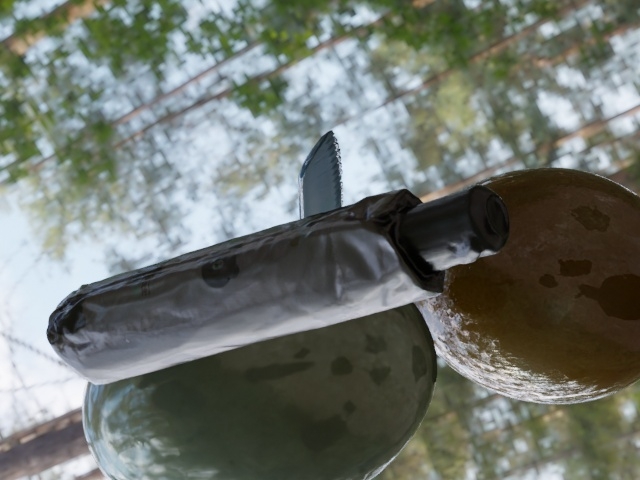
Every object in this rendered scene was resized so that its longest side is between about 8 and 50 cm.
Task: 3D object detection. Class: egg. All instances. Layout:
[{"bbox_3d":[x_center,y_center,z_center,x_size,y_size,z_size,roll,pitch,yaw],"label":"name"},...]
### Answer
[{"bbox_3d":[-0.061,0.140,1.392,0.258,0.352,0.258,-22,-90,-77],"label":"egg"},{"bbox_3d":[0.270,0.052,1.726,0.351,0.282,0.283,10,-126,-17],"label":"egg"}]

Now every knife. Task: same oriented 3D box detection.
[{"bbox_3d":[0.000,0.000,1.056,0.019,0.044,0.313,47,164,17],"label":"knife"}]

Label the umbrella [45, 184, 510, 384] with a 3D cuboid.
[{"bbox_3d":[-0.034,0.028,0.917,0.073,0.337,0.067,46,-139,-38],"label":"umbrella"}]
